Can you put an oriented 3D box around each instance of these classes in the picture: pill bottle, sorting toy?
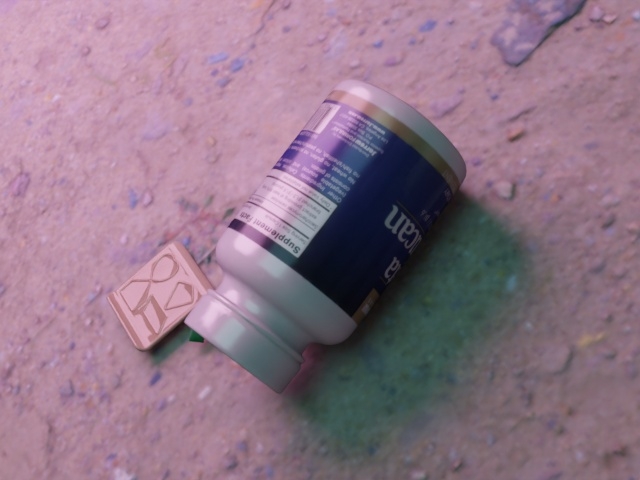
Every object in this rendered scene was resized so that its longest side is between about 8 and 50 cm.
[{"bbox_3d":[0.000,0.000,0.637,0.094,0.094,0.169,33,82,34],"label":"pill bottle"},{"bbox_3d":[-0.096,0.045,0.709,0.062,0.012,0.083,-38,52,-2],"label":"sorting toy"}]
